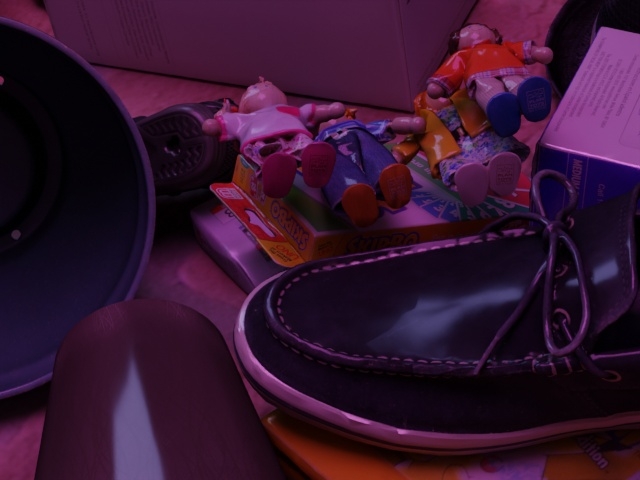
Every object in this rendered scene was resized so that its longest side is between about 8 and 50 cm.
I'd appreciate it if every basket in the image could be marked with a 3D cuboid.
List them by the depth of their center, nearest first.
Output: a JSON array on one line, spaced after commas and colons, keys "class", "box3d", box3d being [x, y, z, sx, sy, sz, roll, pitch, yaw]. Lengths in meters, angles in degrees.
[{"class": "basket", "box3d": [-0.111, 0.157, 1.217, 0.204, 0.154, 0.227, -19, 38, 5]}]

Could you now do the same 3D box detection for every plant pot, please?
[{"class": "plant pot", "box3d": [-0.281, -0.043, 1.401, 0.293, 0.293, 0.196, -15, 16, -6]}]

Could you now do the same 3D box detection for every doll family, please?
[{"class": "doll family", "box3d": [0.050, -0.072, 1.336, 0.263, 0.118, 0.163, -15, 28, -6]}]

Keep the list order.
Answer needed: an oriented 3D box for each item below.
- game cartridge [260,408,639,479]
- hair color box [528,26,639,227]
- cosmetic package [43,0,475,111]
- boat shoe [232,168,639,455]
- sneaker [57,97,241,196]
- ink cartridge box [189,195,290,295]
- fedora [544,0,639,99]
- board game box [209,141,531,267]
[{"class": "game cartridge", "box3d": [0.165, 0.127, 1.264, 0.324, 0.052, 0.285, -33, 47, -23]}, {"class": "hair color box", "box3d": [0.343, -0.043, 1.340, 0.339, 0.110, 0.185, 13, 39, 18]}, {"class": "cosmetic package", "box3d": [-0.057, -0.256, 1.653, 0.365, 0.155, 0.197, 12, 47, 22]}, {"class": "boat shoe", "box3d": [0.183, 0.041, 1.211, 0.500, 0.156, 0.187, 1, 42, 14]}, {"class": "sneaker", "box3d": [-0.139, -0.069, 1.524, 0.227, 0.087, 0.130, -11, -5, 37]}, {"class": "ink cartridge box", "box3d": [0.000, 0.000, 1.444, 0.145, 0.045, 0.179, -29, 43, -19]}, {"class": "fedora", "box3d": [0.346, -0.222, 1.537, 0.334, 0.152, 0.334, -6, 41, 5]}, {"class": "board game box", "box3d": [0.053, -0.032, 1.403, 0.259, 0.039, 0.124, -9, 36, -30]}]
